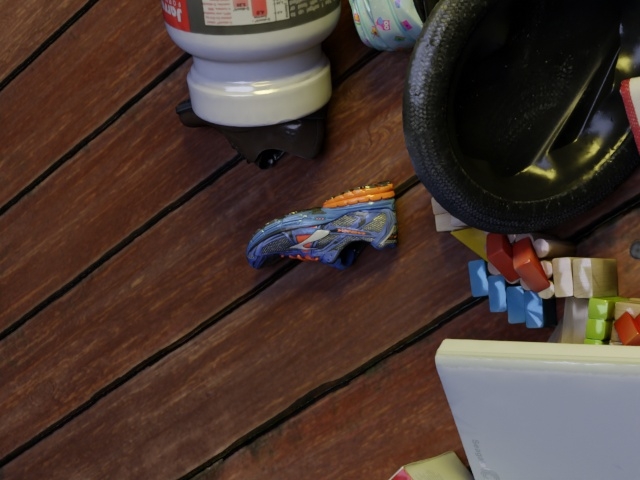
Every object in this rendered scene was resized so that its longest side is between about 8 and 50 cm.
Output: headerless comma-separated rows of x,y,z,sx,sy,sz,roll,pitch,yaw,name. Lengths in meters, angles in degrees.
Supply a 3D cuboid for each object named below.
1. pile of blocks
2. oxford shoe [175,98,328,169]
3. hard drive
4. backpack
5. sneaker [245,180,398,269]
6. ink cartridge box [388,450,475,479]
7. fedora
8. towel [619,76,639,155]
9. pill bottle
0.241,0.060,1.258,0.362,0.113,0.149,34,106,29,pile of blocks
-0.096,-0.139,1.498,0.227,0.083,0.096,11,103,35,oxford shoe
0.286,0.193,1.208,0.308,0.040,0.203,-1,124,32,hard drive
0.090,-0.311,1.358,0.115,0.152,0.181,-10,96,37,backpack
0.000,0.000,1.435,0.221,0.083,0.087,-21,86,34,sneaker
0.129,0.445,1.309,0.272,0.130,0.309,-50,65,23,ink cartridge box
0.207,-0.175,1.231,0.152,0.334,0.334,35,110,63,fedora
0.465,-0.074,1.101,0.329,0.037,0.237,-9,109,36,towel
-0.084,-0.327,1.337,0.210,0.210,0.362,14,123,32,pill bottle
